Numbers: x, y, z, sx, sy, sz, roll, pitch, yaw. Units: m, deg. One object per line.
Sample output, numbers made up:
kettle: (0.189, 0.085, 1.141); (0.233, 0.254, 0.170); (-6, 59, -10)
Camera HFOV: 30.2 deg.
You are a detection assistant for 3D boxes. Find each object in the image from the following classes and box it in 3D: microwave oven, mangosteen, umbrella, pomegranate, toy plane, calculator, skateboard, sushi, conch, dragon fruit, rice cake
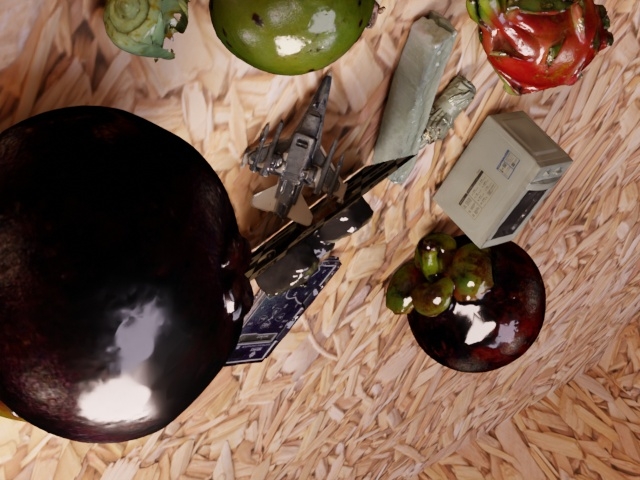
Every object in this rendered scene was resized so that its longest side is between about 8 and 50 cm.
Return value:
microwave oven: (0.330, -0.113, 2.160); (0.122, 0.162, 0.208); (-12, 144, -47)
mangosteen: (-0.295, 0.041, 1.334); (0.435, 0.382, 0.382); (-2, 156, 8)
umbrella: (0.198, -0.205, 1.939); (0.143, 0.062, 0.067); (-49, -173, 1)
pomegranate: (-0.051, -0.288, 1.308); (0.202, 0.202, 0.248); (-45, 125, 9)
mangosteen: (0.303, 0.117, 2.383); (0.311, 0.311, 0.311); (-33, 155, -18)
toy plane: (-0.027, -0.125, 1.671); (0.082, 0.160, 0.234); (-48, 157, -72)
calculator: (-0.082, 0.129, 2.129); (0.166, 0.028, 0.274); (-2, 135, -55)
skateboard: (0.045, -0.291, 1.608); (0.083, 0.032, 0.064); (-35, 166, -20)
sushi: (0.000, 0.000, 1.781); (0.320, 0.069, 0.339); (-37, -173, -8)
conch: (-0.177, -0.247, 1.308); (0.106, 0.079, 0.170); (-37, 172, 7)
dragon fruit: (0.333, -0.337, 1.786); (0.200, 0.198, 0.269); (-31, 142, 5)
rice cake: (0.139, -0.209, 1.835); (0.063, 0.066, 0.336); (-27, 153, -29)
